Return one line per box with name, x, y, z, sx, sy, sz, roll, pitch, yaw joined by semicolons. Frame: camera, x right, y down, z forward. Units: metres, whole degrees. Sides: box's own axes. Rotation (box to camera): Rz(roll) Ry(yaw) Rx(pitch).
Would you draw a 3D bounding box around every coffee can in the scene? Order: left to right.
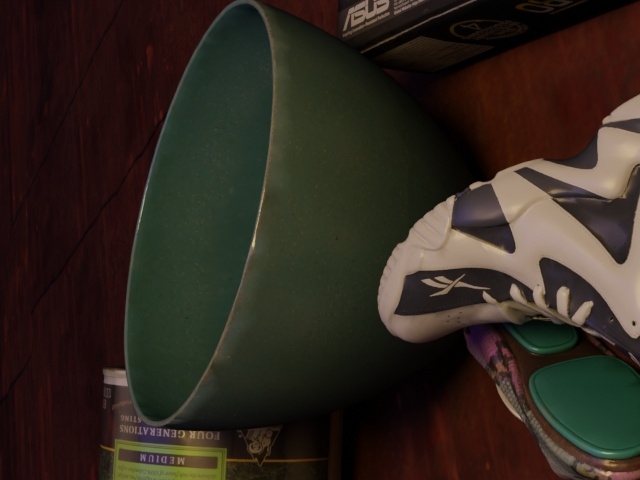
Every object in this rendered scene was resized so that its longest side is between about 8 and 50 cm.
coffee can;-0.083;0.243;1.053;0.201;0.201;0.275;-8;79;64

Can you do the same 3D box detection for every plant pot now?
plant pot;0.000;0.000;0.905;0.290;0.195;0.290;-167;90;-68

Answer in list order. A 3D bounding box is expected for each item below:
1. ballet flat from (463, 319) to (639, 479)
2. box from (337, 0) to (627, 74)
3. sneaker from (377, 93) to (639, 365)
ballet flat;0.141;0.091;0.773;0.221;0.076;0.079;-122;25;-58
box;0.139;-0.296;0.799;0.395;0.097;0.318;-13;76;63
sneaker;0.142;0.036;0.693;0.235;0.094;0.153;-29;60;21
